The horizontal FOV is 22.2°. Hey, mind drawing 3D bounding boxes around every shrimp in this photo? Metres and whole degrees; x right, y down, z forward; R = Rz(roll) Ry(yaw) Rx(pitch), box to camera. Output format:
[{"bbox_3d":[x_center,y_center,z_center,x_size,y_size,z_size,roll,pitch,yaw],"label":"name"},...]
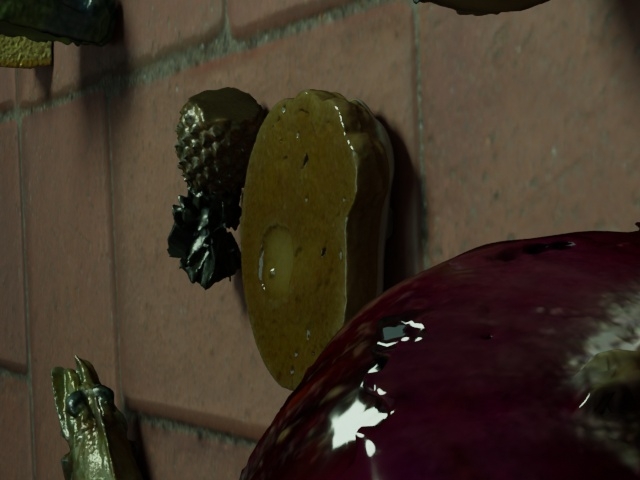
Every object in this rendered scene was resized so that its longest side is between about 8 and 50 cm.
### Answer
[{"bbox_3d":[-0.207,0.268,1.566,0.168,0.077,0.317,139,121,-63],"label":"shrimp"}]

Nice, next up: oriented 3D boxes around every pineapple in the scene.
[{"bbox_3d":[-0.082,-0.037,1.271,0.074,0.074,0.159,-127,38,-51],"label":"pineapple"}]

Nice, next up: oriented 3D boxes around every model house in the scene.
[{"bbox_3d":[-0.290,-0.302,1.559,0.170,0.194,0.211,9,89,51],"label":"model house"}]

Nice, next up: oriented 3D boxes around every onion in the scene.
[{"bbox_3d":[0.102,0.195,0.590,0.348,0.347,0.385,66,145,39],"label":"onion"}]

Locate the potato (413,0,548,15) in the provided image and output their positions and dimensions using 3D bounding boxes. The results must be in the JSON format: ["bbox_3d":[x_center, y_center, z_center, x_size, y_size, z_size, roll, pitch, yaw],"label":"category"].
[{"bbox_3d":[0.121,-0.218,0.780,0.138,0.098,0.243,32,109,37],"label":"potato"}]

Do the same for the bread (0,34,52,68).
[{"bbox_3d":[-0.347,-0.239,1.807,0.109,0.080,0.084,29,116,59],"label":"bread"}]

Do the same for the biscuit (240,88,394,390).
[{"bbox_3d":[0.000,0.000,1.115,0.181,0.049,0.208,-160,70,-63],"label":"biscuit"}]
